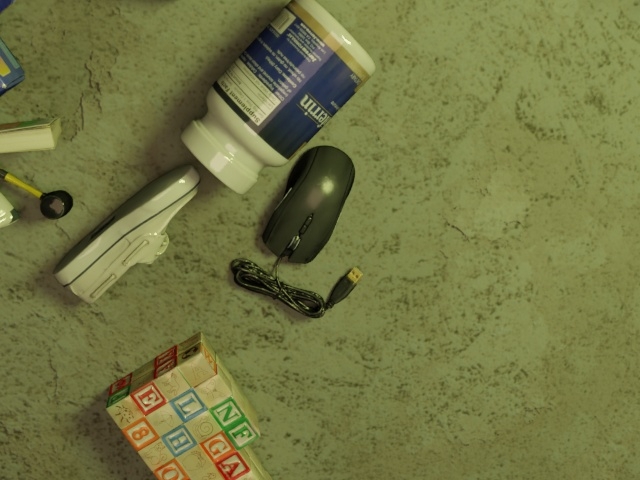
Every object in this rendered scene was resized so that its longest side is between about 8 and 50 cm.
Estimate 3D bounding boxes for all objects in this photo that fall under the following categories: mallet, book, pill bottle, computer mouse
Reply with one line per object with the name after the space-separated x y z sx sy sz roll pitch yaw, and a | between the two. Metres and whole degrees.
-0.444 -0.090 1.341 0.189 0.062 0.039 31 97 0 | mallet
-0.440 -0.145 1.289 0.144 0.096 0.035 -8 108 -6 | book
-0.063 -0.199 1.292 0.153 0.153 0.265 42 98 -16 | pill bottle
0.000 0.000 1.406 0.184 0.060 0.262 31 100 -14 | computer mouse

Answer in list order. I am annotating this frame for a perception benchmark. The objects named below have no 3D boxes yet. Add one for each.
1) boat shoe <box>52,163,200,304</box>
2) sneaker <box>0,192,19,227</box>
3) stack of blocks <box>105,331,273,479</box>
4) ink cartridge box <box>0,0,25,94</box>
-0.267 -0.004 1.354 0.267 0.096 0.088 -39 111 6 | boat shoe
-0.543 0.025 1.326 0.258 0.094 0.091 -43 102 5 | sneaker
-0.180 0.316 1.460 0.171 0.087 0.297 -31 107 2 | stack of blocks
-0.586 -0.247 1.216 0.395 0.151 0.270 -34 107 2 | ink cartridge box
